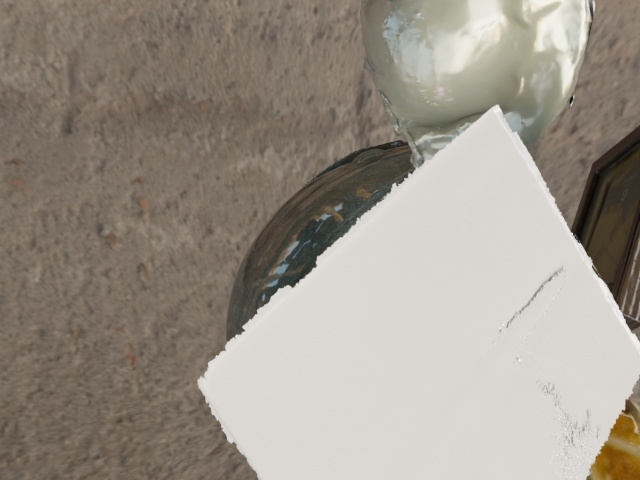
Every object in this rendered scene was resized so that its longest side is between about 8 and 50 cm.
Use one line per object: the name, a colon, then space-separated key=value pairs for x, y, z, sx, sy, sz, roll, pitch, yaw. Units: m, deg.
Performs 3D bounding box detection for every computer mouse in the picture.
computer mouse: x=-0.002 y=-0.002 z=1.222 sx=0.114 sy=0.203 sz=0.374 roll=40 pitch=83 yaw=-18

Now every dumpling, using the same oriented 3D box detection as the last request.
dumpling: x=0.118 y=-0.168 z=0.738 sx=0.173 sy=0.142 sz=0.247 roll=-8 pitch=113 yaw=11

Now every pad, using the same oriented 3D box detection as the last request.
pad: x=0.061 y=0.051 z=0.396 sx=0.156 sy=0.004 sz=0.232 roll=57 pitch=46 yaw=-9

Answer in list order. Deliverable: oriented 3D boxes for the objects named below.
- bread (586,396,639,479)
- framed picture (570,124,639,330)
bread: x=0.322 y=0.410 z=1.240 sx=0.371 sy=0.279 sz=0.390 roll=-39 pitch=76 yaw=-14
framed picture: x=0.209 y=-0.005 z=0.696 sx=0.023 sy=0.128 sz=0.168 roll=25 pitch=69 yaw=-4
